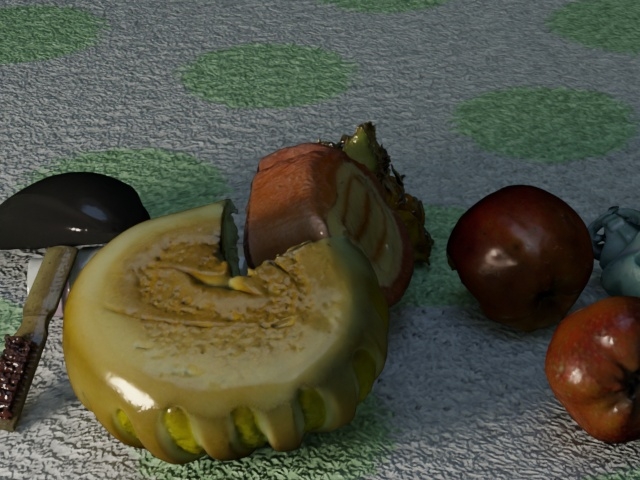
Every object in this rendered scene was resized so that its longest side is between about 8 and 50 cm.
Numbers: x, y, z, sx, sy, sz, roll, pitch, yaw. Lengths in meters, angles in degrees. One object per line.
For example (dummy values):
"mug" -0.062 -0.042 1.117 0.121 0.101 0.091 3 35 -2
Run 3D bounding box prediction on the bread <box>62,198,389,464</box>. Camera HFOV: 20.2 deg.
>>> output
"bread" -0.100 0.107 1.829 0.333 0.160 0.333 -2 46 3

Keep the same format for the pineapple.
"pineapple" 0.046 -0.082 2.216 0.250 0.164 0.140 9 21 26

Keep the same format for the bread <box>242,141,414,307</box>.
"bread" 0.008 0.009 2.016 0.123 0.190 0.244 -30 28 27

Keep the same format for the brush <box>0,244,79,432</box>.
"brush" -0.309 0.095 1.913 0.043 0.036 0.248 7 50 10

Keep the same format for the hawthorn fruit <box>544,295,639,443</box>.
"hawthorn fruit" 0.303 0.119 1.837 0.163 0.162 0.203 -3 10 -5

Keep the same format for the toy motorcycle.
"toy motorcycle" 0.430 0.020 2.029 0.260 0.154 0.206 -12 44 15

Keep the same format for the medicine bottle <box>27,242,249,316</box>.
"medicine bottle" -0.198 0.051 2.028 0.260 0.095 0.095 -3 27 -3

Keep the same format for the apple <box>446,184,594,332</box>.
"apple" 0.232 0.017 2.033 0.156 0.147 0.158 8 20 -34

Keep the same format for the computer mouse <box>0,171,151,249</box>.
"computer mouse" -0.297 -0.036 2.106 0.138 0.086 0.270 -7 2 -35
